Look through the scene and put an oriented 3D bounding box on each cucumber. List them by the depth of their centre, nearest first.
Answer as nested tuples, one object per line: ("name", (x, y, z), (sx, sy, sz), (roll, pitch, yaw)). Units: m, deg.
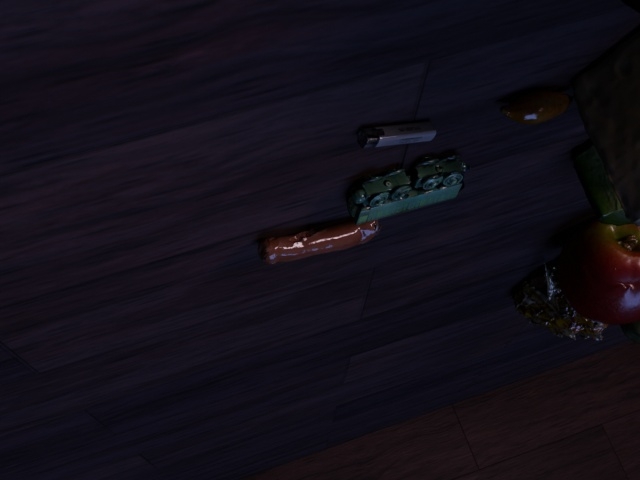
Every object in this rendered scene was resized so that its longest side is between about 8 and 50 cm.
("cucumber", (0.433, -0.103, 0.957), (0.191, 0.130, 0.191), (-11, 159, -4))

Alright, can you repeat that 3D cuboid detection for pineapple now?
("pineapple", (0.482, 0.133, 1.489), (0.158, 0.161, 0.334), (-15, 160, -9))

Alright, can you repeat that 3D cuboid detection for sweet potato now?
("sweet potato", (0.233, -0.141, 0.795), (0.095, 0.034, 0.034), (-15, 157, -19))

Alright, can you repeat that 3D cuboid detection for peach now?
("peach", (0.497, 0.056, 1.279), (0.197, 0.197, 0.197), (-18, 158, -8))

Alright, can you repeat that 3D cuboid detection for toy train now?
("toy train", (0.102, -0.061, 0.862), (0.148, 0.038, 0.071), (-15, 160, -15))

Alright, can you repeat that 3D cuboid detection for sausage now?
("sausage", (0.000, 0.000, 0.913), (0.158, 0.036, 0.042), (-12, -169, -19))

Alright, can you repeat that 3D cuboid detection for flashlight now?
("flashlight", (0.077, -0.106, 0.757), (0.083, 0.018, 0.018), (-10, 155, -26))

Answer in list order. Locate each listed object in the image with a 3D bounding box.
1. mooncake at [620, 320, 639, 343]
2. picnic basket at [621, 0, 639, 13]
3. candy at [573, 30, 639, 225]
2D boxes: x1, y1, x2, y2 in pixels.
("mooncake", (0.822, 0.101, 1.667), (0.356, 0.194, 0.356), (-18, 157, -8))
("picnic basket", (0.346, -0.196, 0.509), (0.165, 0.139, 0.267), (2, 171, -12))
("candy", (0.417, -0.163, 0.719), (0.135, 0.179, 0.321), (3, 148, -41))
